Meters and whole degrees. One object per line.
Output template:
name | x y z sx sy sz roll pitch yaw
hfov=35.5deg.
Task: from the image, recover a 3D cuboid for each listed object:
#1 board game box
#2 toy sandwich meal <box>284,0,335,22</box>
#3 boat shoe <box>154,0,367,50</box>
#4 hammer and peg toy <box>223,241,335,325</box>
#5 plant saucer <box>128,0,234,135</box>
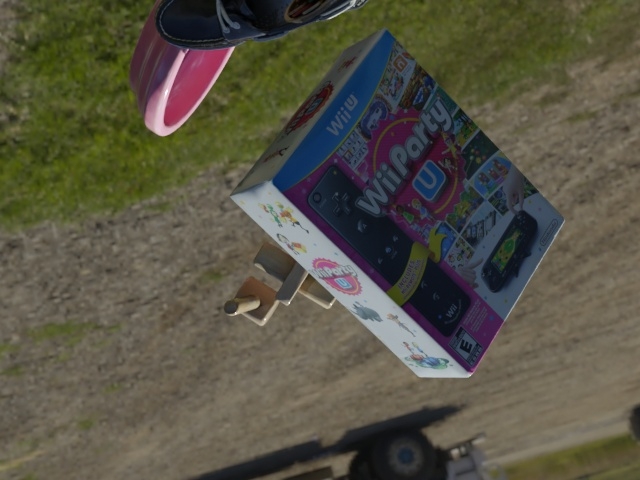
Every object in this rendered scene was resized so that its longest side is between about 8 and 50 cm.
board game box | 0.089 -0.033 1.062 0.224 0.303 0.097 -55 -161 -23
toy sandwich meal | -0.007 -0.246 0.972 0.086 0.085 0.029 -24 122 27
boat shoe | -0.079 -0.303 1.236 0.303 0.114 0.091 -15 -165 18
hammer and peg toy | 0.000 0.000 1.417 0.361 0.127 0.266 -58 -179 14
plant saucer | -0.197 -0.323 1.543 0.084 0.332 0.332 30 159 1
